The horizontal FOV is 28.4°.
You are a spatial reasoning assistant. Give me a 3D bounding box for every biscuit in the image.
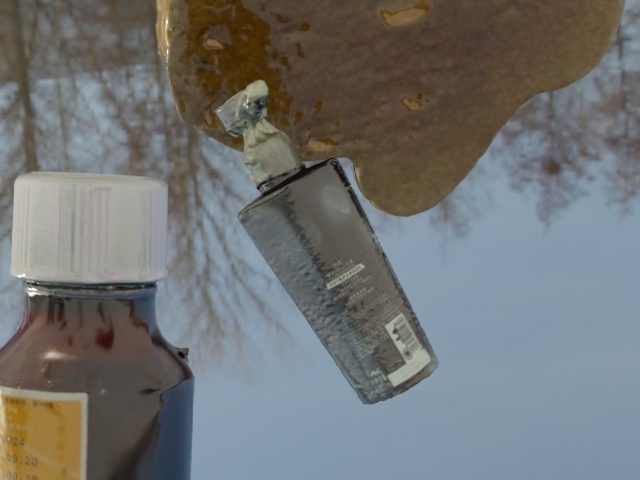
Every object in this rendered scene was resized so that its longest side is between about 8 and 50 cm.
[{"bbox_3d":[0.058,-0.151,0.900,0.343,0.287,0.057,-17,-144,-5],"label":"biscuit"}]

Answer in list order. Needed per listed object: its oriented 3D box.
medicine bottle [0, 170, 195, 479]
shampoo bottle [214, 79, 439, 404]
[{"bbox_3d":[-0.246,0.122,1.378,0.242,0.395,0.242,7,-179,0],"label":"medicine bottle"},{"bbox_3d":[0.000,0.000,0.776,0.063,0.208,0.057,-26,-173,44],"label":"shampoo bottle"}]
